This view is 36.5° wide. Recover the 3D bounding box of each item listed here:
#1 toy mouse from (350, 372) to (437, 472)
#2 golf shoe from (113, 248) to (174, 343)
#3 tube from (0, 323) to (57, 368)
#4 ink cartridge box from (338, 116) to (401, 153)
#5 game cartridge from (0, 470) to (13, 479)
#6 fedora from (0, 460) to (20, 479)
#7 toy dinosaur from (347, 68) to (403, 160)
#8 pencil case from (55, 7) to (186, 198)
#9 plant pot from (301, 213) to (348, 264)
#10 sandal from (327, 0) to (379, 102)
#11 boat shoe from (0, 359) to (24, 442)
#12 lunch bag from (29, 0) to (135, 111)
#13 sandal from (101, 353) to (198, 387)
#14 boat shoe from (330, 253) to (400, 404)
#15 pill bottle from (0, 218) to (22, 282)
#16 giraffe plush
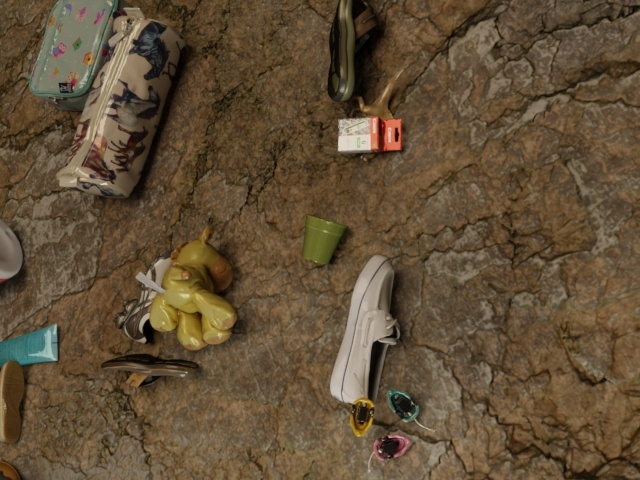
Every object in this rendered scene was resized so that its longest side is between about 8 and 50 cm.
[{"bbox_3d":[0.119,0.302,1.596,0.143,0.031,0.161,4,87,-1],"label":"toy mouse"},{"bbox_3d":[-0.320,0.114,1.919,0.094,0.077,0.198,36,98,24],"label":"golf shoe"},{"bbox_3d":[-0.649,0.237,2.073,0.207,0.052,0.080,-14,75,19],"label":"tube"},{"bbox_3d":[0.090,-0.194,1.779,0.115,0.029,0.063,-1,84,16],"label":"ink cartridge box"},{"bbox_3d":[-0.584,0.594,1.848,0.297,0.062,0.198,33,86,18],"label":"game cartridge"},{"bbox_3d":[-0.693,0.533,1.965,0.194,0.079,0.194,-11,66,27],"label":"fedora"},{"bbox_3d":[0.098,-0.238,1.826,0.092,0.053,0.183,19,89,18],"label":"toy dinosaur"},{"bbox_3d":[-0.425,-0.279,2.056,0.160,0.183,0.410,12,79,32],"label":"pencil case"},{"bbox_3d":[0.000,0.000,1.771,0.083,0.083,0.079,19,94,34],"label":"plant pot"},{"bbox_3d":[0.067,-0.392,1.870,0.086,0.120,0.303,8,65,-8],"label":"sandal"},{"bbox_3d":[-0.662,0.336,2.026,0.059,0.063,0.170,-7,75,29],"label":"boat shoe"},{"bbox_3d":[-0.551,-0.431,2.230,0.224,0.108,0.279,9,77,32],"label":"lunch bag"},{"bbox_3d":[-0.331,0.256,1.871,0.219,0.090,0.060,2,95,24],"label":"sandal"},{"bbox_3d":[0.094,0.155,1.653,0.084,0.095,0.258,14,89,29],"label":"boat shoe"},{"bbox_3d":[-0.823,0.066,2.167,0.283,0.161,0.161,-28,60,18],"label":"pill bottle"},{"bbox_3d":[-0.235,0.077,1.838,0.181,0.210,0.170,-22,29,33],"label":"giraffe plush"}]
